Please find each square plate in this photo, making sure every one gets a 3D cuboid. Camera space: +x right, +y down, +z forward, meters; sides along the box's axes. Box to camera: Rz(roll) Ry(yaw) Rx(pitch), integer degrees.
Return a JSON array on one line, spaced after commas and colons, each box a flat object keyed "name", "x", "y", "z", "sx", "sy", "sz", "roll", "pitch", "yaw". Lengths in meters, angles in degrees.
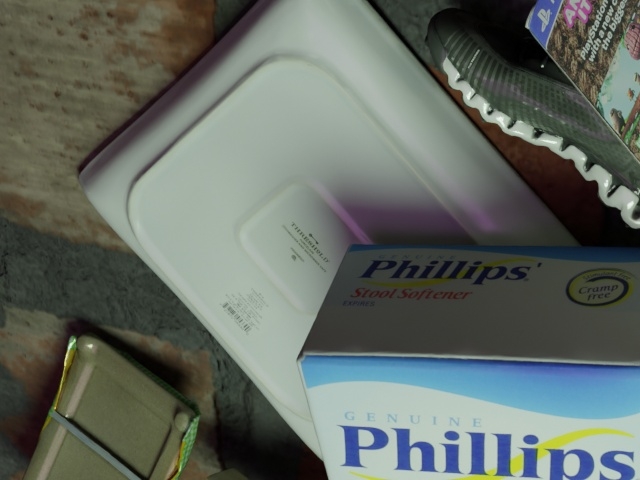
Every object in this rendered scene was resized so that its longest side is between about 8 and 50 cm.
[{"name": "square plate", "x": 0.000, "y": 0.000, "z": 1.479, "sx": 0.347, "sy": 0.049, "sz": 0.344, "roll": 49, "pitch": 128, "yaw": -4}]

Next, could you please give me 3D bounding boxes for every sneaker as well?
[{"name": "sneaker", "x": 0.186, "y": -0.105, "z": 1.300, "sx": 0.234, "sy": 0.078, "sz": 0.106, "roll": 37, "pitch": 126, "yaw": 1}]

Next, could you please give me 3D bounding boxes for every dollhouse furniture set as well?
[{"name": "dollhouse furniture set", "x": -0.110, "y": 0.234, "z": 1.667, "sx": 0.301, "sy": 0.151, "sz": 0.198, "roll": 35, "pitch": 109, "yaw": 29}]

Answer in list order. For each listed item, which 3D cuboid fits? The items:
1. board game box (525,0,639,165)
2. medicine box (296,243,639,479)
[{"name": "board game box", "x": 0.280, "y": -0.140, "z": 1.088, "sx": 0.291, "sy": 0.141, "sz": 0.232, "roll": 59, "pitch": 142, "yaw": 41}, {"name": "medicine box", "x": 0.150, "y": 0.155, "z": 1.377, "sx": 0.263, "sy": 0.149, "sz": 0.289, "roll": 0, "pitch": 127, "yaw": 21}]
